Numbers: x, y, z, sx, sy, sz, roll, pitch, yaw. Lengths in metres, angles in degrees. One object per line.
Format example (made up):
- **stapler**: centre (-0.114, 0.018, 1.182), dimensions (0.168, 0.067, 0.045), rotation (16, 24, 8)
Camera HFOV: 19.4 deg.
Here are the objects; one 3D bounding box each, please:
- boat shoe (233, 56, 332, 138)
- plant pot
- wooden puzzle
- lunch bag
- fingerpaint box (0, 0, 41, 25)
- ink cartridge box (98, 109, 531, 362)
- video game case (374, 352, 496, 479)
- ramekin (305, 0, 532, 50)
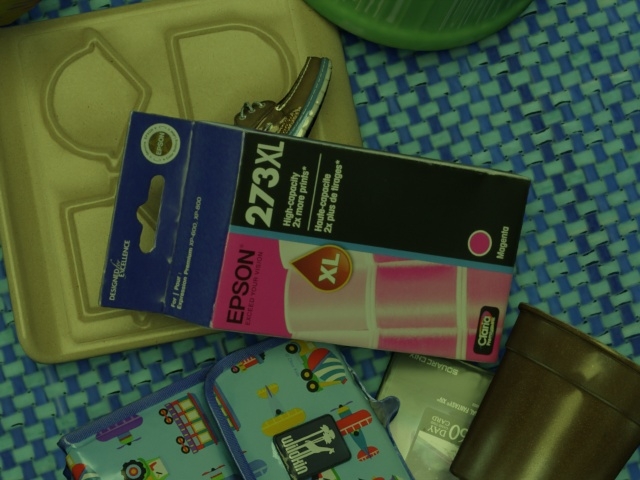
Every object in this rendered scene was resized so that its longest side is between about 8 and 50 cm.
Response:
- **boat shoe**: centre (-0.049, -0.094, 1.694), dimensions (0.066, 0.066, 0.183), rotation (26, 77, 1)
- **plant pot**: centre (0.208, 0.167, 1.657), dimensions (0.167, 0.167, 0.165), rotation (30, 87, 4)
- **wooden puzzle**: centre (-0.132, -0.066, 1.755), dimensions (0.348, 0.080, 0.322), rotation (-10, 80, -8)
- **lunch bag**: centre (-0.054, 0.221, 1.678), dimensions (0.293, 0.138, 0.221), rotation (-27, 74, -15)
- **fingerpaint box**: centre (-0.496, -0.315, 1.570), dimensions (0.445, 0.163, 0.371), rotation (-21, 92, -28)
- **ink cartridge box**: centre (0.000, 0.000, 1.654), dimensions (0.371, 0.069, 0.175), rotation (8, 95, -21)
- **video game case**: centre (0.114, 0.250, 1.725), dimensions (0.196, 0.026, 0.274), rotation (22, 79, 2)
- **ramekin**: centre (0.100, -0.343, 1.742), dimensions (0.303, 0.148, 0.303), rotation (4, 72, -11)
